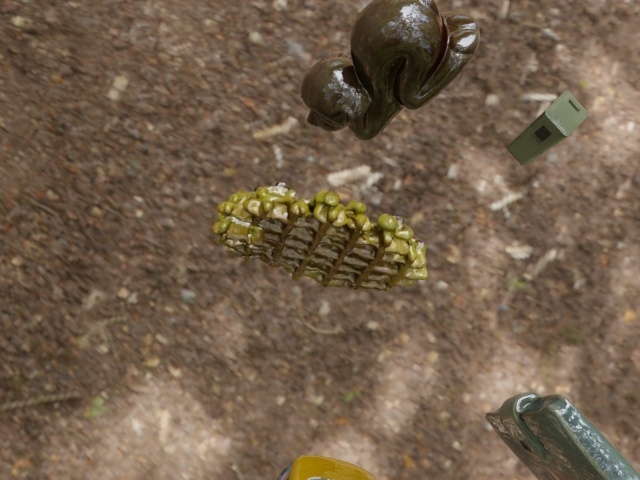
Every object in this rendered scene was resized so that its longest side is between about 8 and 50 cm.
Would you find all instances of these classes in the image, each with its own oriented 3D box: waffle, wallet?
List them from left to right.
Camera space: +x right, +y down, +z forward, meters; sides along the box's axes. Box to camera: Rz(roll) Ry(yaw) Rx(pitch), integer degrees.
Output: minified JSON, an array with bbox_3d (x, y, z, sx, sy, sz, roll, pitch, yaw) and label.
[{"bbox_3d":[0.000,0.000,1.320,0.229,0.232,0.051,40,58,-49],"label":"waffle"},{"bbox_3d":[0.395,0.347,1.962,0.083,0.360,0.252,-44,88,-12],"label":"wallet"}]

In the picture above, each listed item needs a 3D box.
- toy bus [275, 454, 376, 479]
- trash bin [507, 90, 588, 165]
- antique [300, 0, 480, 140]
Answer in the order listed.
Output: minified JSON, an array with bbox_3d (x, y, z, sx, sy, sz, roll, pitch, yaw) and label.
[{"bbox_3d":[-0.004,0.319,1.220,0.126,0.209,0.136,16,129,-6],"label":"toy bus"},{"bbox_3d":[0.285,-0.139,1.533,0.043,0.092,0.061,47,54,1],"label":"trash bin"},{"bbox_3d":[0.075,-0.234,1.627,0.143,0.257,0.121,19,54,-35],"label":"antique"}]
